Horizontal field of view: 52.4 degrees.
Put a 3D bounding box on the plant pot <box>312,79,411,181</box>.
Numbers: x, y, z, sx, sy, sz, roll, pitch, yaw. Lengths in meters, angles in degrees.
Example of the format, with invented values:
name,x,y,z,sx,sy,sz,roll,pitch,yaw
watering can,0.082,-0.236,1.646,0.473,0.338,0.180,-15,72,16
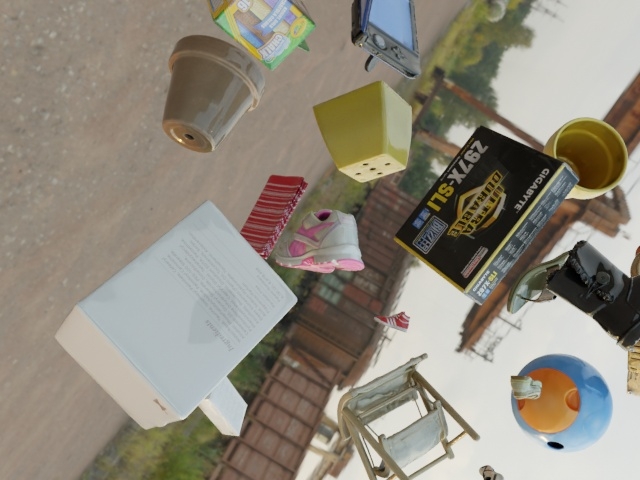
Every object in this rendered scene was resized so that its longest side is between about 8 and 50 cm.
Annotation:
name,x,y,z,sx,sy,sz,roll,pitch,yaw
plant pot,0.129,-0.278,1.766,0.212,0.212,0.187,19,60,-58

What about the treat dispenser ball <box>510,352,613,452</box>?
name,x,y,z,sx,sy,sz,roll,pitch,yaw
treat dispenser ball,0.717,0.483,1.944,0.288,0.288,0.288,-60,178,-4

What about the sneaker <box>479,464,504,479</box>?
name,x,y,z,sx,sy,sz,roll,pitch,yaw
sneaker,0.473,0.663,1.835,0.109,0.043,0.040,170,-86,-74

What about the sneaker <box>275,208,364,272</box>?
name,x,y,z,sx,sy,sz,roll,pitch,yaw
sneaker,0.000,0.000,1.231,0.252,0.103,0.111,-6,-104,56

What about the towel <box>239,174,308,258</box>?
name,x,y,z,sx,sy,sz,roll,pitch,yaw
towel,-0.161,-0.082,2.007,0.199,0.031,0.275,13,-109,51

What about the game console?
name,x,y,z,sx,sy,sz,roll,pitch,yaw
game console,0.146,-0.517,1.294,0.173,0.250,0.293,-34,-136,43

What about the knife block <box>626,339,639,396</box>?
name,x,y,z,sx,sy,sz,roll,pitch,yaw
knife block,0.961,0.332,1.895,0.242,0.088,0.276,-45,131,-44

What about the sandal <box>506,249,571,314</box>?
name,x,y,z,sx,sy,sz,roll,pitch,yaw
sandal,0.667,0.122,1.890,0.302,0.086,0.120,-28,133,-10

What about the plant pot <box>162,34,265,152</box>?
name,x,y,z,sx,sy,sz,roll,pitch,yaw
plant pot,-0.302,-0.360,1.697,0.263,0.263,0.229,114,-4,-70

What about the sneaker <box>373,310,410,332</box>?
name,x,y,z,sx,sy,sz,roll,pitch,yaw
sneaker,0.242,0.258,2.177,0.042,0.118,0.067,26,84,-84

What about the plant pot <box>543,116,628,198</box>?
name,x,y,z,sx,sy,sz,roll,pitch,yaw
plant pot,0.833,-0.246,2.152,0.254,0.254,0.239,-59,180,-14

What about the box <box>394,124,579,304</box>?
name,x,y,z,sx,sy,sz,roll,pitch,yaw
box,0.338,-0.063,1.376,0.322,0.079,0.257,-53,-143,5

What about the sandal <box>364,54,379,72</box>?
name,x,y,z,sx,sy,sz,roll,pitch,yaw
sandal,0.171,-0.487,1.618,0.179,0.040,0.067,-57,164,-10

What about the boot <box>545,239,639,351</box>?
name,x,y,z,sx,sy,sz,roll,pitch,yaw
boot,0.588,0.064,1.263,0.246,0.207,0.094,-42,157,-6

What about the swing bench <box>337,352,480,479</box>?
name,x,y,z,sx,sy,sz,roll,pitch,yaw
swing bench,0.200,0.450,1.592,0.253,0.255,0.165,-18,153,-32

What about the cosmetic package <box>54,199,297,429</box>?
name,x,y,z,sx,sy,sz,roll,pitch,yaw
cosmetic package,-0.339,0.181,1.532,0.393,0.327,0.329,-45,-173,-34

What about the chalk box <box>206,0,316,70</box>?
name,x,y,z,sx,sy,sz,roll,pitch,yaw
chalk box,-0.106,-0.448,1.309,0.132,0.213,0.132,-40,-137,18

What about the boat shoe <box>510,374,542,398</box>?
name,x,y,z,sx,sy,sz,roll,pitch,yaw
boat shoe,0.433,0.317,1.374,0.153,0.056,0.048,36,57,-59

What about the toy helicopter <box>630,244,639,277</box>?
name,x,y,z,sx,sy,sz,roll,pitch,yaw
toy helicopter,0.936,0.158,1.644,0.235,0.355,0.140,-53,180,-19

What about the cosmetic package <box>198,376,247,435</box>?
name,x,y,z,sx,sy,sz,roll,pitch,yaw
cosmetic package,-0.281,0.453,1.829,0.239,0.060,0.099,70,28,-47
